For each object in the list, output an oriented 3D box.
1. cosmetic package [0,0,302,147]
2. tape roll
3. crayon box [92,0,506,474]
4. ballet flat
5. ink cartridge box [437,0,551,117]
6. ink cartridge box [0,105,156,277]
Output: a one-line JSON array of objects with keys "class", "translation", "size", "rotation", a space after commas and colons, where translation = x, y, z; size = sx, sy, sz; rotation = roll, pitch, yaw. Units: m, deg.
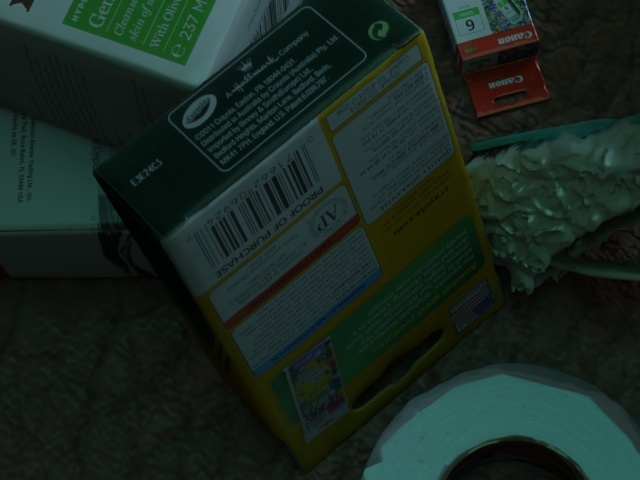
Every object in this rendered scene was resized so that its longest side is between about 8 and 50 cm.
[{"class": "cosmetic package", "translation": [-0.203, -0.203, 1.211], "size": [0.365, 0.155, 0.197], "rotation": [19, 70, 9]}, {"class": "tape roll", "translation": [0.132, 0.198, 1.226], "size": [0.219, 0.072, 0.219], "rotation": [-1, 72, 2]}, {"class": "crayon box", "translation": [0.000, 0.000, 1.186], "size": [0.203, 0.323, 0.083], "rotation": [-40, 55, -11]}, {"class": "ballet flat", "translation": [0.277, -0.046, 1.197], "size": [0.409, 0.147, 0.147], "rotation": [-14, 66, 41]}, {"class": "ink cartridge box", "translation": [0.132, -0.156, 1.365], "size": [0.062, 0.029, 0.115], "rotation": [-15, 71, -3]}, {"class": "ink cartridge box", "translation": [-0.157, -0.080, 1.306], "size": [0.272, 0.114, 0.197], "rotation": [-1, 71, 3]}]
